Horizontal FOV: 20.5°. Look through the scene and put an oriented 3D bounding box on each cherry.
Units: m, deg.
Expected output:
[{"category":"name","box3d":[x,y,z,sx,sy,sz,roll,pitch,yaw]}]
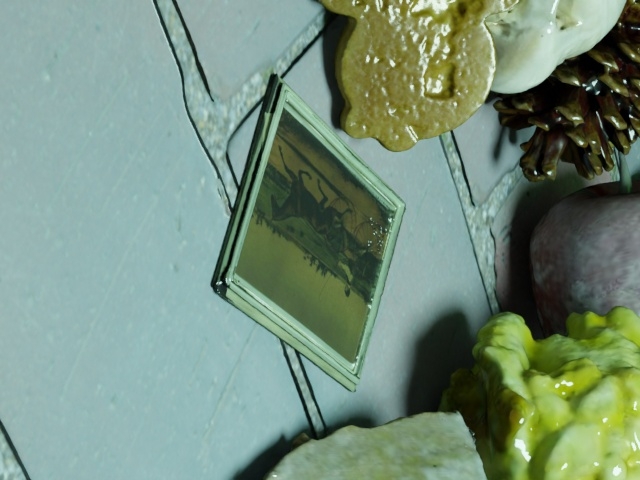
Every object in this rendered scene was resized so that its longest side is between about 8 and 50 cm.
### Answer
[{"category":"cherry","box3d":[0.325,0.034,1.868,0.236,0.213,0.285,1,88,-73]}]

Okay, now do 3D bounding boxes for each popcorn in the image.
[{"category":"popcorn","box3d":[0.225,0.194,1.717,0.237,0.293,0.293,-11,105,-20]}]

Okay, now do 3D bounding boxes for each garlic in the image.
[{"category":"garlic","box3d":[0.206,-0.274,1.641,0.185,0.203,0.281,18,82,-17]}]

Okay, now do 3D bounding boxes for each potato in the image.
[{"category":"potato","box3d":[0.019,0.277,1.527,0.264,0.211,0.189,5,131,-27]}]

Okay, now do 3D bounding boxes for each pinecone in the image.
[{"category":"pinecone","box3d":[0.264,-0.159,1.806,0.185,0.169,0.212,41,60,-42]}]

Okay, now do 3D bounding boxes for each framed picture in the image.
[{"category":"framed picture","box3d":[0.000,0.000,1.539,0.252,0.014,0.197,41,59,-52]}]

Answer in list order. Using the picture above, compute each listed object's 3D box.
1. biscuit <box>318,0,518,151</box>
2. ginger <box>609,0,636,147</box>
[{"category":"biscuit","box3d":[0.084,-0.197,1.540,0.035,0.184,0.248,-116,-156,-68]},{"category":"ginger","box3d":[0.344,-0.212,1.996,0.216,0.102,0.157,-67,150,-30]}]
